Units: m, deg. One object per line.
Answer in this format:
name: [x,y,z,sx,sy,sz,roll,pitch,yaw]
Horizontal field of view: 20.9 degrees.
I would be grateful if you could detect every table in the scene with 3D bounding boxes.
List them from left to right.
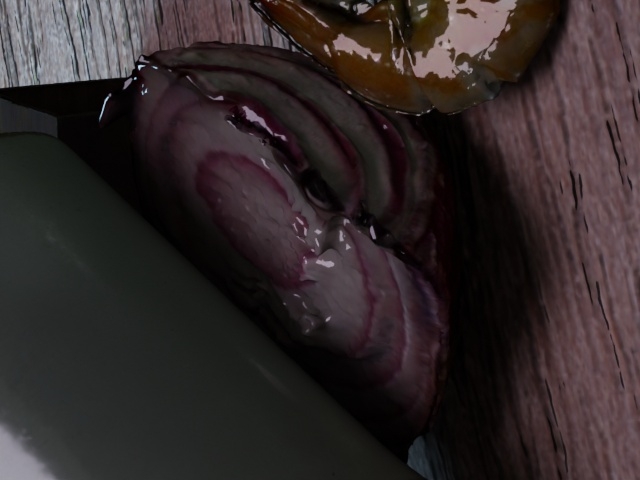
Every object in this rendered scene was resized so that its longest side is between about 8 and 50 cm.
table: [-0.187,-0.027,1.444,0.169,0.172,0.193,21,115,55]

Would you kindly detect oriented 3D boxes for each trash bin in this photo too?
trash bin: [-0.124,0.157,1.142,0.432,0.280,0.280,45,135,20]

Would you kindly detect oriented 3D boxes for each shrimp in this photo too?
shrimp: [0.021,-0.165,1.122,0.294,0.062,0.154,14,100,37]

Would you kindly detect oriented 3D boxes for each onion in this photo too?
onion: [0.000,0.000,1.199,0.314,0.146,0.280,35,147,27]
